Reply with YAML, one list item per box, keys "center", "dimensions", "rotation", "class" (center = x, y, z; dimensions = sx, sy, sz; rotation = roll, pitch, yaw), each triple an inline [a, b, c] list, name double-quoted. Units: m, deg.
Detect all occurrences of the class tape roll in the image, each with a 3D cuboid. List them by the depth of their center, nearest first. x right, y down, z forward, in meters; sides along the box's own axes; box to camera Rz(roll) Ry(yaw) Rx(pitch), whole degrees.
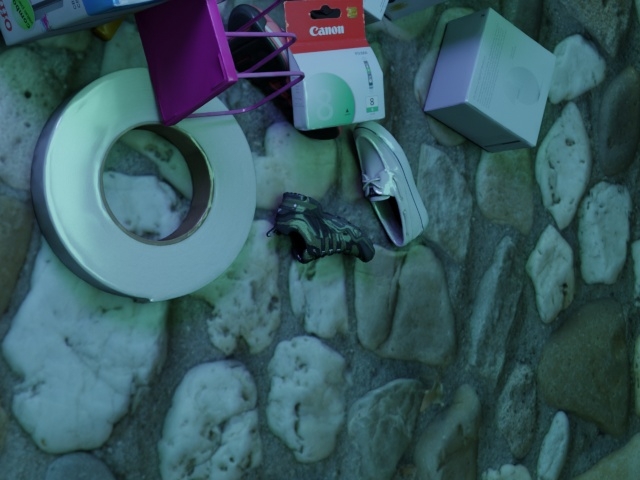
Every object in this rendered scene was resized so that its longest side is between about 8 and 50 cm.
- center: [-0.286, -0.092, 1.501]
  dimensions: [0.392, 0.072, 0.392]
  rotation: [2, 86, -36]
  class: "tape roll"

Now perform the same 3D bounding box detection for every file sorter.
- center: [-0.168, -0.362, 1.452]
  dimensions: [0.182, 0.202, 0.291]
  rotation: [-12, 84, -41]
  class: "file sorter"

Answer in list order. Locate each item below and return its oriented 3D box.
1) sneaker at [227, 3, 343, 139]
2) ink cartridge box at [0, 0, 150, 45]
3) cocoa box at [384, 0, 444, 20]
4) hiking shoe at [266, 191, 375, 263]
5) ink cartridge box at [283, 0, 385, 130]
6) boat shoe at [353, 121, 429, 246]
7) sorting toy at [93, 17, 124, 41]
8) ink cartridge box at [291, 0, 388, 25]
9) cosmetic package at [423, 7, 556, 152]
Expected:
- center: [-0.054, -0.333, 1.672]
  dimensions: [0.314, 0.116, 0.136]
  rotation: [47, 53, -32]
  class: "sneaker"
- center: [-0.338, -0.418, 1.291]
  dimensions: [0.197, 0.270, 0.198]
  rotation: [-32, 110, -46]
  class: "ink cartridge box"
- center: [0.213, -0.615, 1.712]
  dimensions: [0.228, 0.347, 0.231]
  rotation: [36, 68, -29]
  class: "cocoa box"
- center: [0.000, 0.000, 1.707]
  dimensions: [0.226, 0.086, 0.114]
  rotation: [31, 84, -25]
  class: "hiking shoe"
- center: [0.029, -0.320, 1.608]
  dimensions: [0.181, 0.056, 0.225]
  rotation: [-14, 108, -33]
  class: "ink cartridge box"
- center: [0.127, -0.109, 1.788]
  dimensions: [0.088, 0.096, 0.268]
  rotation: [-43, 120, -34]
  class: "boat shoe"
- center: [-0.344, -0.501, 1.502]
  dimensions: [0.229, 0.041, 0.307]
  rotation: [39, 68, -32]
  class: "sorting toy"
- center: [0.017, -0.484, 1.693]
  dimensions: [0.190, 0.139, 0.082]
  rotation: [25, 76, -32]
  class: "ink cartridge box"
- center: [0.369, -0.341, 1.939]
  dimensions: [0.224, 0.138, 0.224]
  rotation: [26, 73, -33]
  class: "cosmetic package"
